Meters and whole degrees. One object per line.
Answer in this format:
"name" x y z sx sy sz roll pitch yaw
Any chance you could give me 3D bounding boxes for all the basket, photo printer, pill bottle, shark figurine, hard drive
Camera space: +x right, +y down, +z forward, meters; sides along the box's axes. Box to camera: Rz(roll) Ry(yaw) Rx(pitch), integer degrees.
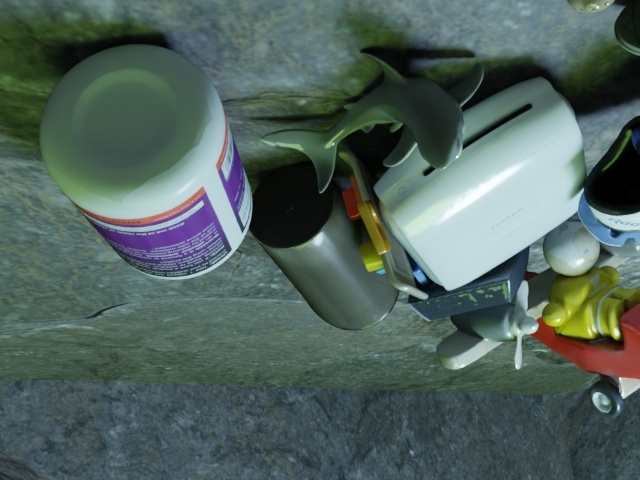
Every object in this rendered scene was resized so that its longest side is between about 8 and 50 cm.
"basket" 0.000 0.000 1.293 0.154 0.204 0.227 -33 146 5
"photo printer" 0.207 -0.065 1.138 0.256 0.107 0.307 -33 156 6
"pill bottle" -0.175 -0.065 1.013 0.182 0.181 0.323 -6 161 1
"shark figurine" 0.061 -0.154 1.006 0.116 0.166 0.278 41 158 -29
"hard drive" 0.236 0.032 1.388 0.172 0.054 0.254 -16 -160 25

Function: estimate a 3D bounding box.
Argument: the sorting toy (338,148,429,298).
"sorting toy" 0.072 -0.012 1.185 0.047 0.195 0.348 -24 168 10

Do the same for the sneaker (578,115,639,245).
"sneaker" 0.438 -0.086 1.034 0.316 0.127 0.182 -23 164 20

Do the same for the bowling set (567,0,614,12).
"bowling set" 0.341 -0.197 0.773 0.287 0.199 0.154 -11 162 26

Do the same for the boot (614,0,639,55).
"boot" 0.388 -0.194 0.993 0.190 0.076 0.208 -4 168 -1

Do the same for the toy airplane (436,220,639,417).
"toy airplane" 0.385 0.077 1.490 0.385 0.386 0.272 0 125 8
